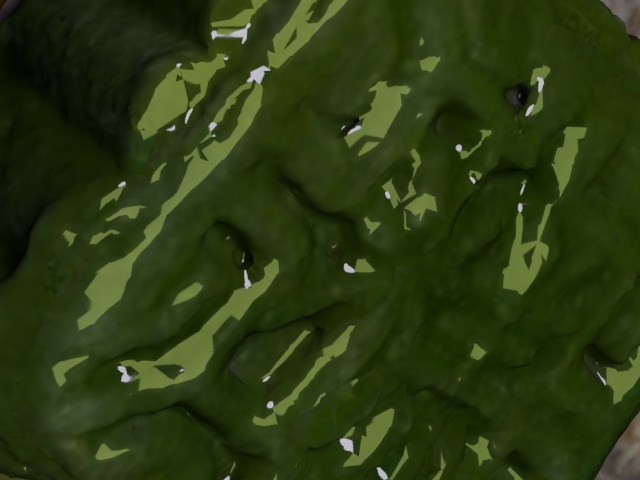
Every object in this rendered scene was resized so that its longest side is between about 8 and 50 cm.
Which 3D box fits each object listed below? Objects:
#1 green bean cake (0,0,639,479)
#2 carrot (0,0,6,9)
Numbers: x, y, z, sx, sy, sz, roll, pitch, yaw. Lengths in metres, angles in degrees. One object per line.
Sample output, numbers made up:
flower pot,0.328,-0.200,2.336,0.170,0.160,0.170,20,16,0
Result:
green bean cake,0.000,0.000,0.596,0.248,0.125,0.222,36,89,-35
carrot,-0.155,-0.026,0.491,0.114,0.114,0.302,13,108,-33
